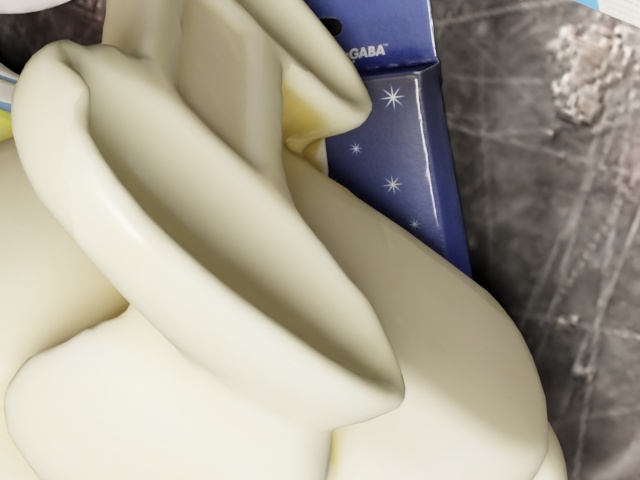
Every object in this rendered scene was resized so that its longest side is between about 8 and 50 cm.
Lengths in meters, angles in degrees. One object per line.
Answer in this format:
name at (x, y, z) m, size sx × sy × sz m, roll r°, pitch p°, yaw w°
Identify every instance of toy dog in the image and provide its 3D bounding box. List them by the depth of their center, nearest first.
toy dog at (-0.138, 0.088, 0.684) m, size 0.408 × 0.284 × 0.395 m, roll -34°, pitch 128°, yaw 19°

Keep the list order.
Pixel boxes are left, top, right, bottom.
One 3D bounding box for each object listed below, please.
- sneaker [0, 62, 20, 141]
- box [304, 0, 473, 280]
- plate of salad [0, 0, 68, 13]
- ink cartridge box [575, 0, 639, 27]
sneaker at (-0.212, -0.110, 0.765) m, size 0.240 × 0.091 × 0.126 m, roll 13°, pitch 87°, yaw -16°
box at (0.000, 0.000, 0.760) m, size 0.136 × 0.036 × 0.225 m, roll -5°, pitch 102°, yaw 25°
plate of salad at (-0.160, -0.204, 0.761) m, size 0.199 × 0.048 × 0.200 m, roll 7°, pitch 109°, yaw 22°
ink cartridge box at (0.130, -0.134, 0.666) m, size 0.048 × 0.028 × 0.083 m, roll 25°, pitch 113°, yaw 15°
